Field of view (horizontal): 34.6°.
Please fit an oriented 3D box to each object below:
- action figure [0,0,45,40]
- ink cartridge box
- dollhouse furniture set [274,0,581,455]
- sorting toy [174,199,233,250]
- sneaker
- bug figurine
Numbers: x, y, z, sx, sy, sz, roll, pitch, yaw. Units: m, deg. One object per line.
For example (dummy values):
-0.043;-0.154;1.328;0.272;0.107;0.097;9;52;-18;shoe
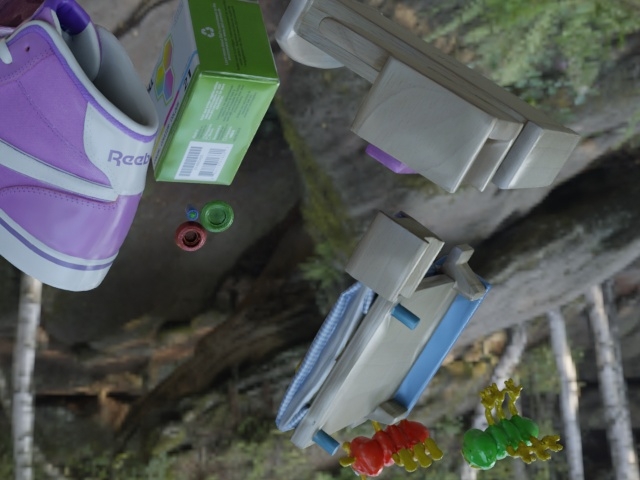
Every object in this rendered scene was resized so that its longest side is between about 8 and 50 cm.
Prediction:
-0.418;-0.286;1.398;0.276;0.370;0.248;-19;144;-36;action figure
-0.144;-0.221;1.213;0.097;0.255;0.189;2;144;-26;ink cartridge box
0.000;0.000;0.730;0.198;0.303;0.286;35;-164;18;dollhouse furniture set
-0.183;-0.031;1.575;0.102;0.042;0.061;-39;115;3;sorting toy
-0.220;-0.109;0.688;0.282;0.161;0.102;33;-156;16;sneaker
0.152;0.258;0.973;0.216;0.279;0.072;-15;145;-22;bug figurine
